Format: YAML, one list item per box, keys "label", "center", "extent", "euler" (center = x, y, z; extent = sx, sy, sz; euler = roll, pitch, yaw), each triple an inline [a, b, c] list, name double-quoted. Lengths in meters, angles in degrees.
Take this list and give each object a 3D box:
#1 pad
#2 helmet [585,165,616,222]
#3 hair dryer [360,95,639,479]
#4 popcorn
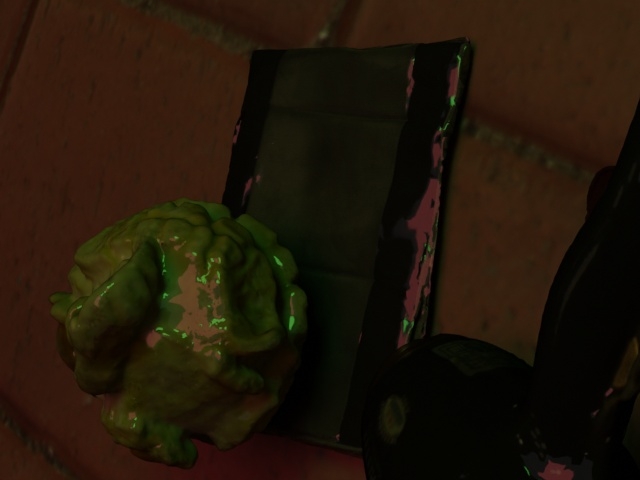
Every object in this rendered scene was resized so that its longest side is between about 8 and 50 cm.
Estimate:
- label: "pad"
  center: [-0.001, 0.000, 0.661]
  extent: [0.174, 0.022, 0.233]
  euler: [6, 85, 44]
- label: "helmet"
  center: [0.163, 0.011, 0.479]
  extent: [0.089, 0.057, 0.111]
  euler: [87, 160, -49]
- label: "hair dryer"
  center: [0.116, 0.041, 0.393]
  extent: [0.303, 0.120, 0.359]
  euler: [-121, 36, -56]
- label: "popcorn"
  center: [-0.073, 0.046, 0.628]
  extent: [0.135, 0.162, 0.141]
  euler: [-39, 74, -14]
